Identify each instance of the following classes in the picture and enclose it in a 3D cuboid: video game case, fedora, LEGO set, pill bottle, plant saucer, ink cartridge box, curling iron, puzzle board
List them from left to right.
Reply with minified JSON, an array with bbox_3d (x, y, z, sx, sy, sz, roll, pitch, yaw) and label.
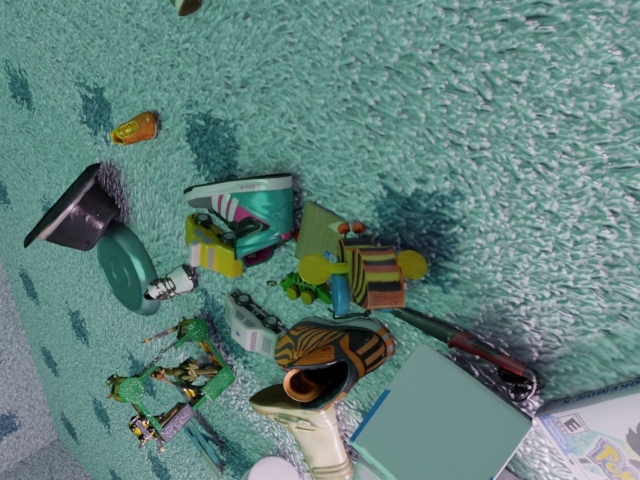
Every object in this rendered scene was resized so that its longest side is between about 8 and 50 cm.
[{"bbox_3d":[-0.683,-0.064,1.468,0.152,0.334,0.334,42,144,-23],"label":"fedora"},{"bbox_3d":[-0.603,0.096,1.592,0.317,0.043,0.318,23,126,35],"label":"plant saucer"},{"bbox_3d":[-0.404,0.367,1.362,0.192,0.331,0.255,-14,120,49],"label":"LEGO set"},{"bbox_3d":[-0.158,0.703,1.382,0.161,0.161,0.283,41,134,21],"label":"pill bottle"},{"bbox_3d":[0.000,0.000,0.969,0.096,0.011,0.128,30,125,26],"label":"puzzle board"},{"bbox_3d":[0.183,0.272,0.740,0.168,0.232,0.171,35,88,28],"label":"ink cartridge box"},{"bbox_3d":[0.222,0.172,0.830,0.274,0.035,0.068,27,127,32],"label":"curling iron"},{"bbox_3d":[0.489,0.322,0.647,0.329,0.036,0.300,56,137,7],"label":"video game case"}]

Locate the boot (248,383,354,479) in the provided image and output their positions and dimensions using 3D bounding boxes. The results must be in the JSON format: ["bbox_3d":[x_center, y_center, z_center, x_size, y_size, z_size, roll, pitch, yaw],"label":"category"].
[{"bbox_3d":[-0.047,0.442,1.193,0.262,0.095,0.203,-9,105,42],"label":"boot"}]

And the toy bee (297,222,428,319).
[{"bbox_3d":[0.052,0.042,0.840,0.298,0.195,0.162,-21,70,58],"label":"toy bee"}]

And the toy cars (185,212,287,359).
[{"bbox_3d":[-0.217,0.111,1.188,0.176,0.087,0.394,-26,91,48],"label":"toy cars"}]

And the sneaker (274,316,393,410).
[{"bbox_3d":[-0.027,0.235,0.998,0.321,0.180,0.125,-24,93,48],"label":"sneaker"}]

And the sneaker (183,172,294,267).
[{"bbox_3d":[-0.160,-0.035,1.040,0.295,0.123,0.178,0,101,43],"label":"sneaker"}]

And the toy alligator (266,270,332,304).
[{"bbox_3d":[-0.046,0.084,1.030,0.189,0.056,0.051,12,118,40],"label":"toy alligator"}]

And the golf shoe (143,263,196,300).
[{"bbox_3d":[-0.403,0.124,1.374,0.198,0.094,0.077,-30,87,46],"label":"golf shoe"}]

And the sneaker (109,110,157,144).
[{"bbox_3d":[-0.446,-0.261,1.236,0.175,0.067,0.064,-14,98,45],"label":"sneaker"}]

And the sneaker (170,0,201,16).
[{"bbox_3d":[-0.231,-0.490,0.906,0.086,0.064,0.192,57,141,-1],"label":"sneaker"}]

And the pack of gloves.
[{"bbox_3d":[-0.381,0.637,1.670,0.232,0.046,0.195,43,146,24],"label":"pack of gloves"}]

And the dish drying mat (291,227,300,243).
[{"bbox_3d":[-0.029,0.017,1.014,0.032,0.008,0.083,-34,86,48],"label":"dish drying mat"}]

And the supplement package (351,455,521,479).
[{"bbox_3d":[0.213,0.465,0.884,0.293,0.177,0.175,31,130,31],"label":"supplement package"}]
